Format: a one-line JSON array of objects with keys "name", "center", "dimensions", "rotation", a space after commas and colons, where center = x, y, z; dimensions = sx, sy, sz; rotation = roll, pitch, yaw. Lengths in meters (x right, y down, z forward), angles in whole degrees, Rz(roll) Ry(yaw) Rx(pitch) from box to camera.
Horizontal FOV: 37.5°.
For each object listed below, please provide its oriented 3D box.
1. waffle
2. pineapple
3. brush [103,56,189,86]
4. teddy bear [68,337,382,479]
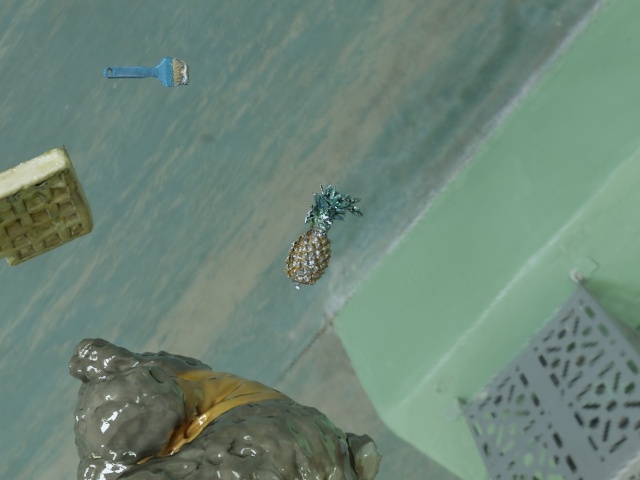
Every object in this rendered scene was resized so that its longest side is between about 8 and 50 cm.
[{"name": "waffle", "center": [-0.201, -0.017, 0.633], "dimensions": [0.092, 0.135, 0.021], "rotation": [-27, 78, -15]}, {"name": "pineapple", "center": [0.000, -0.001, 1.853], "dimensions": [0.103, 0.083, 0.221], "rotation": [28, 98, 23]}, {"name": "brush", "center": [-0.298, -0.289, 1.623], "dimensions": [0.164, 0.014, 0.051], "rotation": [-10, 97, -39]}, {"name": "teddy bear", "center": [-0.061, 0.121, 0.484], "dimensions": [0.140, 0.190, 0.177], "rotation": [-40, 130, -25]}]
